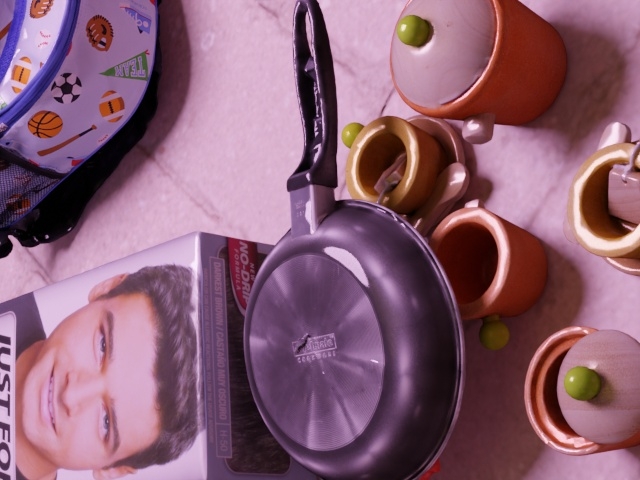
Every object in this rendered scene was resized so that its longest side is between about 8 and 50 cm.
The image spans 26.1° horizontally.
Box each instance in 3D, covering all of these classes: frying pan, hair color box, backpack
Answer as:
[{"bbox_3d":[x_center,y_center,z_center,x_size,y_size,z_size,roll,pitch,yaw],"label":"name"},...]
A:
[{"bbox_3d":[0.020,0.008,0.895,0.197,0.053,0.326,17,105,45],"label":"frying pan"},{"bbox_3d":[-0.174,0.128,1.118,0.374,0.114,0.185,-18,69,42],"label":"hair color box"},{"bbox_3d":[-0.269,-0.171,1.231,0.263,0.213,0.276,-30,57,26],"label":"backpack"}]

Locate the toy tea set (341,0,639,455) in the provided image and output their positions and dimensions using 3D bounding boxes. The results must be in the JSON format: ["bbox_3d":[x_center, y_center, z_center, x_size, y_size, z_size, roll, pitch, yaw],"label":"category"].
[{"bbox_3d":[0.111,-0.025,0.848,0.200,0.124,0.336,-56,47,21],"label":"toy tea set"}]

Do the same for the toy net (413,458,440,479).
[{"bbox_3d":[0.048,0.198,0.925,0.122,0.045,0.232,-24,66,39],"label":"toy net"}]
